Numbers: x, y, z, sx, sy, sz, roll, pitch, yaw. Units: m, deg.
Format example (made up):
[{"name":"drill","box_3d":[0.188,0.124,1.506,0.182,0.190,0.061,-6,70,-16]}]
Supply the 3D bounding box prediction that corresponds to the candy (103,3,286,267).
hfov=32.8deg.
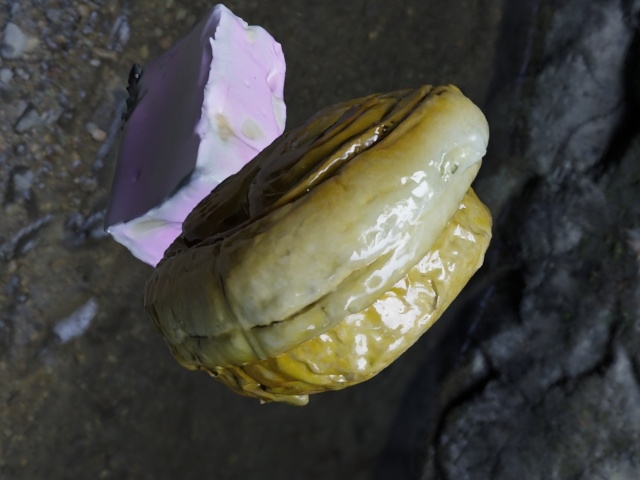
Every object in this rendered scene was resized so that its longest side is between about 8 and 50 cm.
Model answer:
[{"name":"candy","box_3d":[-0.121,-0.103,1.099,0.155,0.265,0.115,-31,129,29]}]

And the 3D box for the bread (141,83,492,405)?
[{"name":"bread","box_3d":[-0.002,0.002,0.636,0.120,0.236,0.198,50,61,-13]}]
